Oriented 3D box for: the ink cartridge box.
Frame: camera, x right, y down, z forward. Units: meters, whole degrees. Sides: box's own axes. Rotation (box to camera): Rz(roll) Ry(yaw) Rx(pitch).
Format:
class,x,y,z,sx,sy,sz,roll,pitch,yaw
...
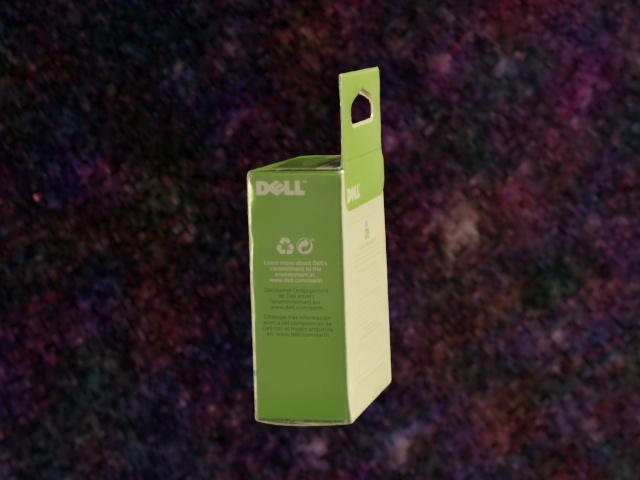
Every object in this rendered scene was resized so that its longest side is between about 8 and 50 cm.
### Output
class,x,y,z,sx,sy,sz,roll,pitch,yaw
ink cartridge box,0.000,0.000,0.965,0.109,0.062,0.209,-27,116,-72
